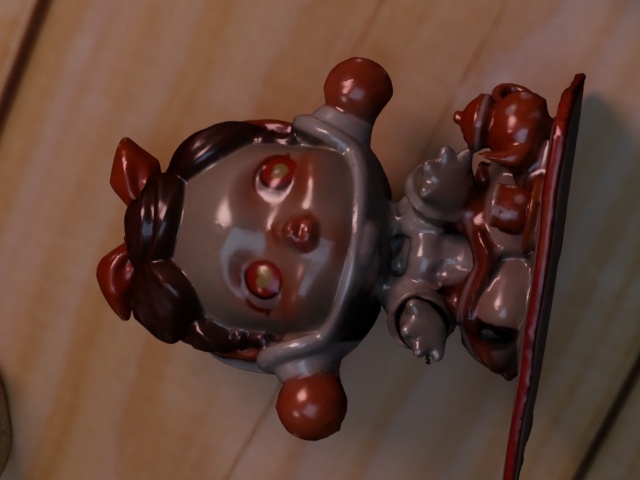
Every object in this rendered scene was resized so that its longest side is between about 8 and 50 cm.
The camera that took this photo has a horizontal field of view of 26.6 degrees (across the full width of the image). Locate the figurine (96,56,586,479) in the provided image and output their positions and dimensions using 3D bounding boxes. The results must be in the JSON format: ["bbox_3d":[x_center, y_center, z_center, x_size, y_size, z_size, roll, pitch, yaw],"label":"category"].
[{"bbox_3d":[0.000,0.000,0.649,0.226,0.160,0.183,9,103,12],"label":"figurine"}]

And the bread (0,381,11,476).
[{"bbox_3d":[-0.202,0.081,0.733,0.103,0.049,0.062,37,113,-4],"label":"bread"}]
